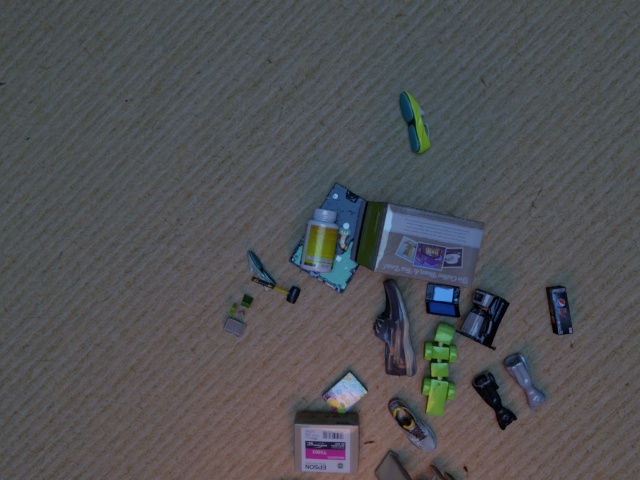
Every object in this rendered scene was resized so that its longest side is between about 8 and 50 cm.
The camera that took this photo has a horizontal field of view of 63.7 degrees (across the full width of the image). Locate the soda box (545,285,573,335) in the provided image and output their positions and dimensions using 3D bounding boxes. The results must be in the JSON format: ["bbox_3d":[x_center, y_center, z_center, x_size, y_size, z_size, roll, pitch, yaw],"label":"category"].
[{"bbox_3d":[0.851,0.248,1.837,0.053,0.060,0.169,-9,90,5],"label":"soda box"}]

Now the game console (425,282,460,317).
[{"bbox_3d":[0.444,0.214,1.858,0.122,0.071,0.108,8,90,3],"label":"game console"}]

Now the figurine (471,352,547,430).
[{"bbox_3d":[0.685,0.544,1.841,0.214,0.092,0.210,-32,96,2],"label":"figurine"}]

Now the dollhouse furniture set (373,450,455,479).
[{"bbox_3d":[0.337,0.892,1.850,0.242,0.161,0.212,34,92,-19],"label":"dollhouse furniture set"}]

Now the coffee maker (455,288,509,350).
[{"bbox_3d":[0.585,0.277,1.831,0.120,0.171,0.178,24,87,40],"label":"coffee maker"}]

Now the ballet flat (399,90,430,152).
[{"bbox_3d":[0.350,-0.433,1.876,0.077,0.077,0.231,-15,91,-18],"label":"ballet flat"}]

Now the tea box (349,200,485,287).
[{"bbox_3d":[0.304,0.006,1.703,0.328,0.323,0.220,10,94,-12],"label":"tea box"}]

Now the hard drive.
[{"bbox_3d":[0.068,-0.008,1.887,0.236,0.064,0.339,31,91,3],"label":"hard drive"}]

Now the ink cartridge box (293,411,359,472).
[{"bbox_3d":[0.023,0.727,1.855,0.234,0.088,0.194,0,101,4],"label":"ink cartridge box"}]

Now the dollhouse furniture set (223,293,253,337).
[{"bbox_3d":[-0.304,0.280,1.929,0.076,0.059,0.152,24,110,-4],"label":"dollhouse furniture set"}]

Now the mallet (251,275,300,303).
[{"bbox_3d":[-0.159,0.165,1.882,0.189,0.039,0.062,32,89,-20],"label":"mallet"}]

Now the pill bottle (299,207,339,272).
[{"bbox_3d":[0.000,0.000,1.802,0.117,0.117,0.215,10,91,4],"label":"pill bottle"}]

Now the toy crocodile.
[{"bbox_3d":[0.424,0.464,1.850,0.115,0.105,0.341,3,94,7],"label":"toy crocodile"}]

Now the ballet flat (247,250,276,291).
[{"bbox_3d":[-0.231,0.118,1.911,0.052,0.057,0.168,-37,87,12],"label":"ballet flat"}]

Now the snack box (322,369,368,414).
[{"bbox_3d":[0.089,0.563,1.894,0.141,0.037,0.100,-42,88,3],"label":"snack box"}]

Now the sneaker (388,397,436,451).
[{"bbox_3d":[0.327,0.674,1.851,0.088,0.093,0.225,-45,88,2],"label":"sneaker"}]

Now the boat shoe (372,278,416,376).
[{"bbox_3d":[0.254,0.318,1.840,0.130,0.132,0.356,-10,88,3],"label":"boat shoe"}]
